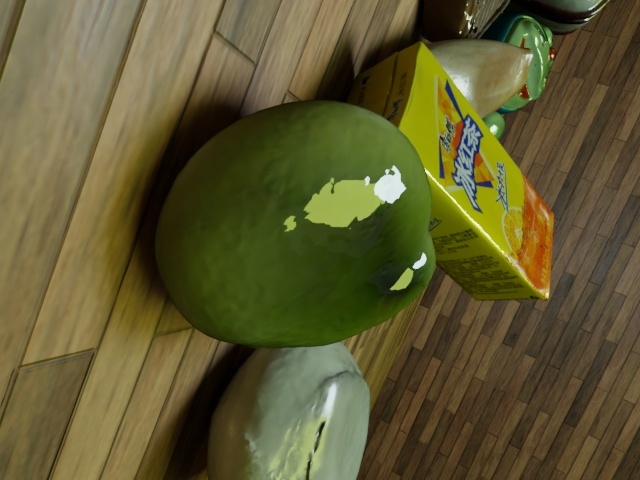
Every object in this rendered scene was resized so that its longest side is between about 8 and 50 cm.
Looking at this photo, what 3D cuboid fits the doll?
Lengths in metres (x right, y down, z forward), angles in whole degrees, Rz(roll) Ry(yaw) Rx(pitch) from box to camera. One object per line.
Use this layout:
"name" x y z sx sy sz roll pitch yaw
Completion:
"doll" 0.349 -0.343 0.926 0.322 0.186 0.198 -40 130 -26

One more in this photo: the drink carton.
"drink carton" 0.172 -0.060 0.581 0.351 0.111 0.154 37 58 -33

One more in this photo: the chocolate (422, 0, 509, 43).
"chocolate" 0.232 -0.399 0.678 0.214 0.093 0.148 -52 158 -32

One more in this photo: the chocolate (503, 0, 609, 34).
"chocolate" 0.472 -0.526 0.894 0.284 0.284 0.186 -8 120 -68

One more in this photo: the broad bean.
"broad bean" 0.000 0.000 0.409 0.291 0.119 0.238 17 112 -43

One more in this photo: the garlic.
"garlic" 0.194 -0.221 0.664 0.318 0.112 0.143 -25 156 -33

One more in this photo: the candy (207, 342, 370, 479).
"candy" -0.049 0.260 0.603 0.296 0.186 0.295 -28 122 -56
